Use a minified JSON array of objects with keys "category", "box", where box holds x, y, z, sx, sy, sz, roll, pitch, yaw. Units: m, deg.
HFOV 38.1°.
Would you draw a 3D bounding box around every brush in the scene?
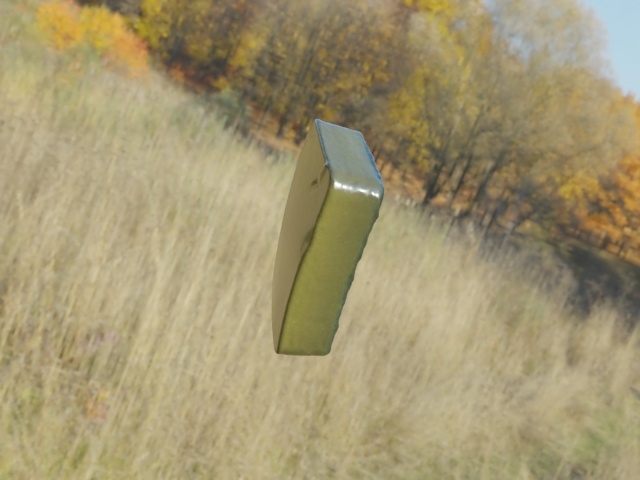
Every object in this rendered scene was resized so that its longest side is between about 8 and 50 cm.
[{"category":"brush","box":[0.000,0.000,0.841,0.059,0.197,0.123,8,33,-14]}]
